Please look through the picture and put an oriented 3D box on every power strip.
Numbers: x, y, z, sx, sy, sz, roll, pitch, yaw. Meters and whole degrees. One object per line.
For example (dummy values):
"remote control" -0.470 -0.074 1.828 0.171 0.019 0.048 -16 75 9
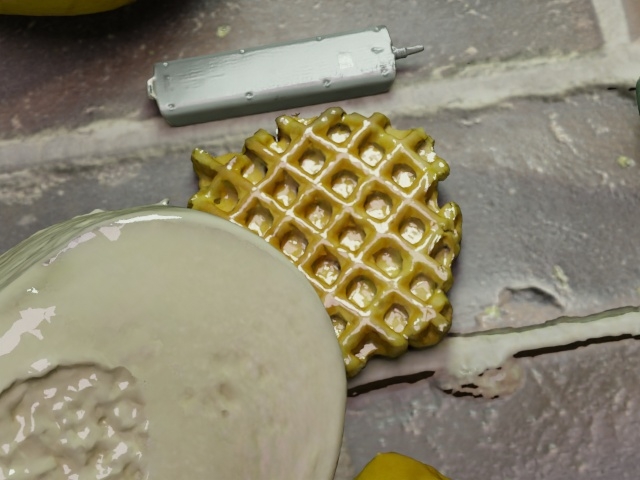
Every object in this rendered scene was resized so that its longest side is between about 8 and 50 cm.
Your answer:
"power strip" -0.031 -0.151 1.424 0.253 0.027 0.060 -9 64 -3

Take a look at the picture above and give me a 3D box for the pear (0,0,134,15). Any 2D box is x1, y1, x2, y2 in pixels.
"pear" -0.241 -0.341 1.405 0.336 0.285 0.285 9 61 40

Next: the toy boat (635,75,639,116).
"toy boat" 0.351 -0.049 1.329 0.078 0.085 0.260 -29 67 -10

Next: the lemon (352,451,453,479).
"lemon" 0.070 0.289 1.096 0.233 0.233 0.288 -12 87 -4

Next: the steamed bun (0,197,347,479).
"steamed bun" -0.197 0.188 1.082 0.456 0.371 0.290 -43 102 -15

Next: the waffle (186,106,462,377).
"waffle" 0.000 -0.001 1.341 0.245 0.052 0.254 -5 65 1
